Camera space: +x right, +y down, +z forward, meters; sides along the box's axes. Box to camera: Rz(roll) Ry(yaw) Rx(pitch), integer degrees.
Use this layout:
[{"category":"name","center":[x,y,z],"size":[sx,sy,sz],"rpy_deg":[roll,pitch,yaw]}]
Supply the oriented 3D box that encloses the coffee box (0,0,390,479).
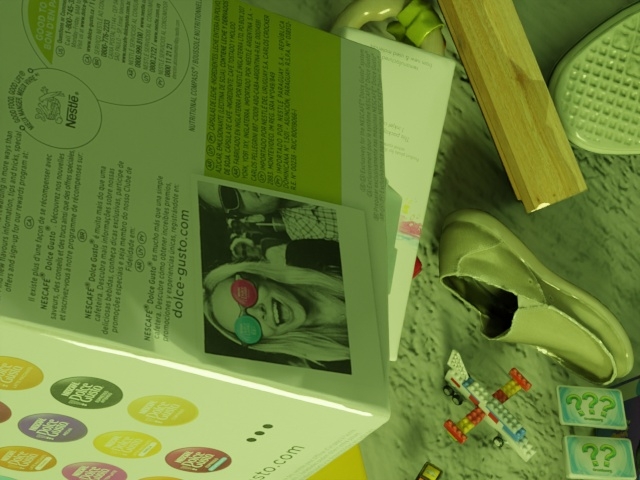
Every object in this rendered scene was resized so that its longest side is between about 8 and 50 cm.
[{"category":"coffee box","center":[-0.170,0.016,1.291],"size":[0.334,0.337,0.338],"rpy_deg":[16,56,-24]}]

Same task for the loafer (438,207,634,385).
[{"category":"loafer","center":[0.223,0.079,1.757],"size":[0.268,0.102,0.092],"rpy_deg":[39,61,-10]}]

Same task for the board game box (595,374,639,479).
[{"category":"board game box","center":[0.393,0.350,1.775],"size":[0.233,0.078,0.347],"rpy_deg":[35,50,-23]}]

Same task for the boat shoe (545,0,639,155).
[{"category":"boat shoe","center":[0.461,-0.236,1.961],"size":[0.500,0.156,0.187],"rpy_deg":[-29,101,-24]}]

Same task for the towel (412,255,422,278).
[{"category":"towel","center":[-0.034,-0.033,1.619],"size":[0.199,0.031,0.275],"rpy_deg":[-34,99,-22]}]

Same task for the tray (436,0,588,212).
[{"category":"tray","center":[0.170,-0.236,1.732],"size":[0.076,0.203,0.411],"rpy_deg":[-23,92,7]}]

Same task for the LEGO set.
[{"category":"LEGO set","center":[0.217,0.214,1.691],"size":[0.244,0.060,0.183],"rpy_deg":[6,54,-10]}]

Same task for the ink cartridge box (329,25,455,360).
[{"category":"ink cartridge box","center":[0.000,0.000,1.501],"size":[0.119,0.207,0.354],"rpy_deg":[16,81,-21]}]

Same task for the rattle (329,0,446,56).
[{"category":"rattle","center":[0.053,-0.164,1.736],"size":[0.130,0.143,0.200],"rpy_deg":[22,89,-7]}]

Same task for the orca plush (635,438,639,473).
[{"category":"orca plush","center":[0.434,0.264,1.722],"size":[0.151,0.102,0.287],"rpy_deg":[-30,55,-1]}]

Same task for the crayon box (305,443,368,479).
[{"category":"crayon box","center":[-0.098,0.369,1.461],"size":[0.362,0.106,0.313],"rpy_deg":[-12,85,-35]}]
